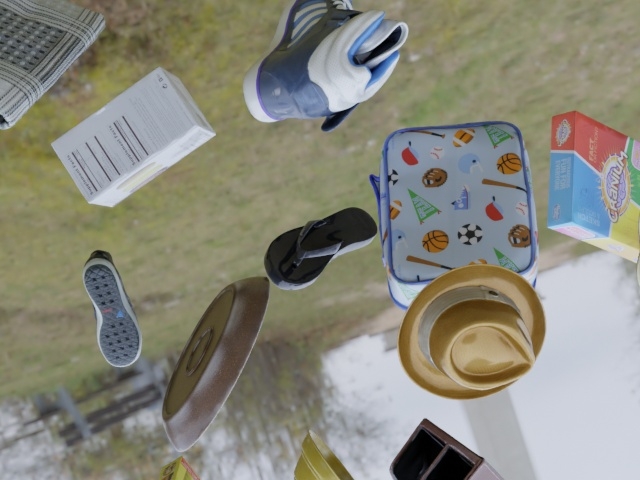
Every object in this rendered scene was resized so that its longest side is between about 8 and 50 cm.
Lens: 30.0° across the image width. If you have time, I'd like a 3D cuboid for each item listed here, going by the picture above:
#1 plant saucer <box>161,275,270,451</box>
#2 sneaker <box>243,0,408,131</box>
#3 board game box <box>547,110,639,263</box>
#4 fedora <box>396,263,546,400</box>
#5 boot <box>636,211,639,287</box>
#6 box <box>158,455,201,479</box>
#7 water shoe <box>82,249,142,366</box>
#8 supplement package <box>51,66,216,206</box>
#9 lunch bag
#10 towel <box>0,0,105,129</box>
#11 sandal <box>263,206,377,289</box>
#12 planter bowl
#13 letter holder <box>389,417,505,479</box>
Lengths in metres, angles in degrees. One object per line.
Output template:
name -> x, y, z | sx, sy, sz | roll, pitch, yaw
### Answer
plant saucer -> -0.176, 0.186, 1.909 | 0.311, 0.050, 0.311 | -55, -164, 24
sneaker -> 0.046, -0.293, 1.747 | 0.236, 0.130, 0.323 | -8, -145, 35
board game box -> 0.597, -0.104, 2.472 | 0.316, 0.242, 0.064 | 18, 160, -37
fedora -> 0.190, 0.122, 1.414 | 0.194, 0.194, 0.079 | -18, -154, -9
boot -> 0.692, 0.062, 2.234 | 0.095, 0.262, 0.203 | -25, -143, -17
box -> -0.297, 0.536, 2.457 | 0.058, 0.087, 0.232 | -33, -169, 9
water shoe -> -0.338, 0.111, 1.976 | 0.072, 0.203, 0.080 | -9, -154, -1
supplement package -> -0.337, -0.184, 2.172 | 0.244, 0.134, 0.139 | -34, 174, 7
lunch bag -> 0.198, -0.041, 1.786 | 0.243, 0.303, 0.115 | -6, 147, 8
towel -> -0.498, -0.310, 1.660 | 0.312, 0.324, 0.056 | -63, 178, -49
sandal -> 0.000, -0.001, 2.015 | 0.254, 0.097, 0.054 | -33, 163, -41
planter bowl -> 0.007, 0.507, 2.501 | 0.090, 0.217, 0.217 | -38, -179, 0
letter holder -> 0.239, 0.505, 2.231 | 0.152, 0.302, 0.214 | 32, -100, 40
